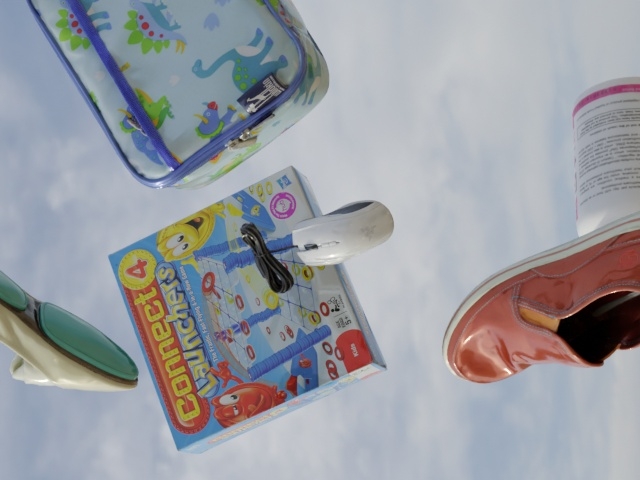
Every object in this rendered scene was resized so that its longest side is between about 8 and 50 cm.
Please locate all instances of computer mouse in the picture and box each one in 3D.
[{"bbox_3d":[0.000,0.000,1.539,0.042,0.193,0.106,-73,-37,-68],"label":"computer mouse"}]

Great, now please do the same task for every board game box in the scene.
[{"bbox_3d":[-0.106,0.099,1.682,0.308,0.302,0.086,67,-170,17],"label":"board game box"}]

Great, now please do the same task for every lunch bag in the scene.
[{"bbox_3d":[-0.111,-0.156,0.909,0.219,0.176,0.090,60,-165,10],"label":"lunch bag"}]

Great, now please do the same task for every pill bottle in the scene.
[{"bbox_3d":[0.442,-0.074,1.699,0.160,0.160,0.283,45,-137,-55],"label":"pill bottle"}]

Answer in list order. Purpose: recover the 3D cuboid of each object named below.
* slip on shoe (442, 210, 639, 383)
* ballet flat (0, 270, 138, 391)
[{"bbox_3d":[0.236,0.077,1.160,0.123,0.331,0.101,27,-127,-27],"label":"slip on shoe"},{"bbox_3d":[-0.289,0.085,1.140,0.248,0.086,0.086,39,-138,-20],"label":"ballet flat"}]
